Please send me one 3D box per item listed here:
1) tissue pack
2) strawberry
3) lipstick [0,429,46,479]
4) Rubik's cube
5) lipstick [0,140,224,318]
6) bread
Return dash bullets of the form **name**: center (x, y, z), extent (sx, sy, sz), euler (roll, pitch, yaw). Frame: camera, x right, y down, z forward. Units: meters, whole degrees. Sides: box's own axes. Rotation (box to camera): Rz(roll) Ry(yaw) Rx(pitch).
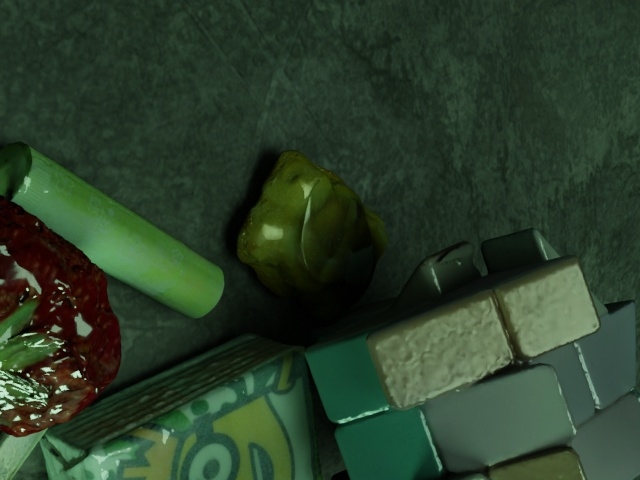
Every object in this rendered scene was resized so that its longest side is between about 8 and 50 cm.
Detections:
- **tissue pack**: center (-0.147, 0.263, 1.481), extent (0.311, 0.128, 0.228), euler (-24, 115, -40)
- **strawberry**: center (-0.313, 0.063, 1.222), extent (0.220, 0.274, 0.274), euler (-92, 156, -51)
- **lipstick**: center (-0.346, 0.247, 1.333), extent (0.051, 0.051, 0.312), euler (50, 63, -36)
- **Rubik's cube**: center (0.171, 0.188, 1.535), extent (0.368, 0.387, 0.358), euler (-21, 91, -43)
- **lipstick**: center (-0.222, -0.005, 1.388), extent (0.304, 0.076, 0.076), euler (36, 73, -43)
- **bread**: center (0.000, 0.000, 1.607), extent (0.233, 0.088, 0.161), euler (34, 71, -45)
